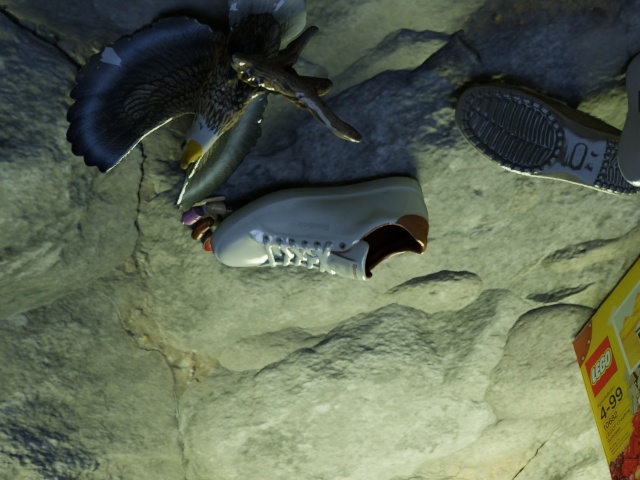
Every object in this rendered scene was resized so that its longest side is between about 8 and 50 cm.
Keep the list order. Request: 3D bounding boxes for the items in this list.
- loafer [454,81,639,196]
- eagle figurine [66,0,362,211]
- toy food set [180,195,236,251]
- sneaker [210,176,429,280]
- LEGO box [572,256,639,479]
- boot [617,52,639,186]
[{"bbox_3d":[0.293,-0.128,1.976,0.268,0.092,0.102,21,104,-8],"label":"loafer"},{"bbox_3d":[-0.135,-0.162,1.844,0.298,0.225,0.226,-16,99,50],"label":"eagle figurine"},{"bbox_3d":[-0.146,-0.024,2.066,0.078,0.019,0.122,-9,143,1],"label":"toy food set"},{"bbox_3d":[0.000,0.000,2.028,0.290,0.123,0.106,-13,142,3],"label":"sneaker"},{"bbox_3d":[0.579,0.131,2.079,0.193,0.372,0.500,14,130,-21],"label":"LEGO box"},{"bbox_3d":[0.421,-0.138,1.921,0.069,0.190,0.086,-16,143,43],"label":"boot"}]
